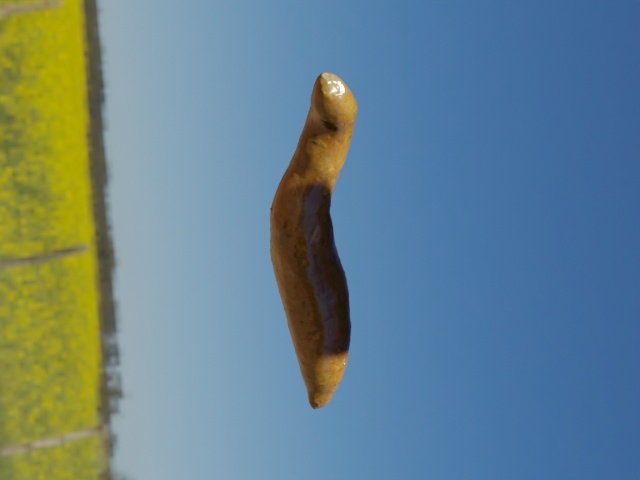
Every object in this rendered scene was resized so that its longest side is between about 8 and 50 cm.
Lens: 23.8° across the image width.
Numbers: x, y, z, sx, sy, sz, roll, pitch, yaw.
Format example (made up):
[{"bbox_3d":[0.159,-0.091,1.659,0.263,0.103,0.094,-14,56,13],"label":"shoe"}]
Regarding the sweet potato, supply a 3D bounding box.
[{"bbox_3d":[-0.004,0.001,0.727,0.044,0.044,0.179,-112,-160,-63],"label":"sweet potato"}]
